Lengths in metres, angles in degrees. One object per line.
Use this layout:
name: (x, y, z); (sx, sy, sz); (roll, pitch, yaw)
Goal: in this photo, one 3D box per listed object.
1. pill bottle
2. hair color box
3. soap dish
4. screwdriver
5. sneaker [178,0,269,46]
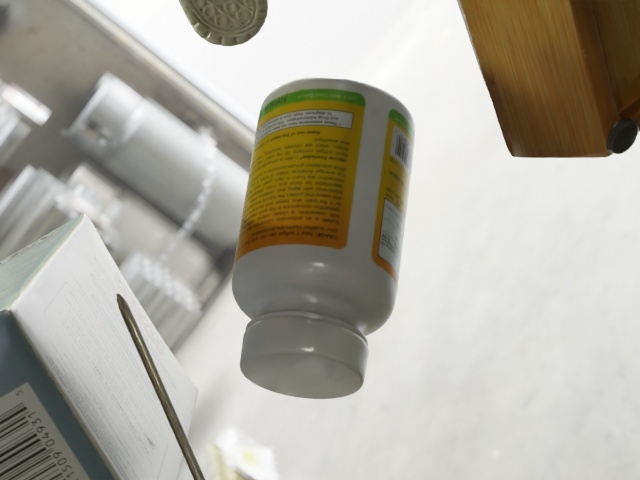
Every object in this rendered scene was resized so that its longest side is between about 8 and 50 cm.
pill bottle: (0.000, 0.000, 1.369); (0.136, 0.136, 0.245); (-30, 45, 51)
hair color box: (-0.195, 0.112, 1.223); (0.114, 0.185, 0.374); (-30, 9, 5)
soap dish: (0.183, -0.207, 1.009); (0.229, 0.291, 0.118); (-40, 47, -14)
screwdriver: (-0.042, 0.095, 0.629); (0.024, 0.170, 0.025); (-14, -10, -46)
sneaker: (-0.066, -0.175, 0.808); (0.058, 0.152, 0.084); (-22, 22, 6)
